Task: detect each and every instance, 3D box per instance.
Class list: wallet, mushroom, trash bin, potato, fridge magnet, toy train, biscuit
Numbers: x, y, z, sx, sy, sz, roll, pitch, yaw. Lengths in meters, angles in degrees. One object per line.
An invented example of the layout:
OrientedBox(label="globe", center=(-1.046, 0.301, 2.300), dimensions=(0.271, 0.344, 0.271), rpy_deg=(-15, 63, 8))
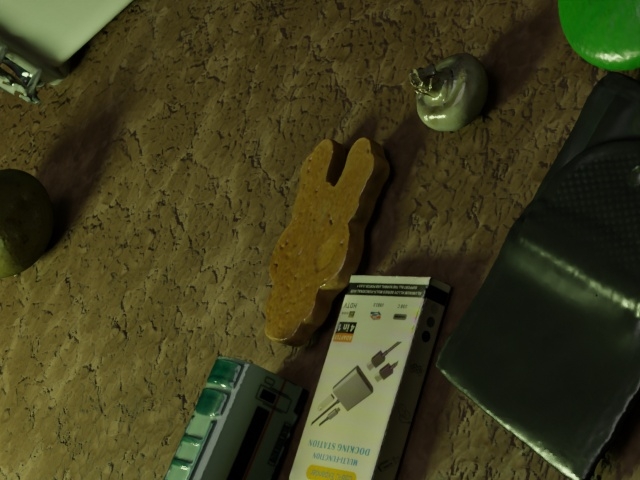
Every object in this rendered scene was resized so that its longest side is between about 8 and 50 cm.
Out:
OrientedBox(label="wallet", center=(0.238, 0.023, 1.366), dimensions=(0.323, 0.041, 0.247), rpy_deg=(-62, 33, 7))
OrientedBox(label="mushroom", center=(0.124, -0.155, 1.592), dimensions=(0.085, 0.079, 0.085), rpy_deg=(-34, 40, 36))
OrientedBox(label="trash bin", center=(-0.373, -0.412, 2.292), dimensions=(0.367, 0.256, 0.296), rpy_deg=(-30, 45, 28))
OrientedBox(label="potato", center=(-0.460, -0.020, 2.214), dimensions=(0.194, 0.157, 0.157), rpy_deg=(-6, 63, 50))
OrientedBox(label="fridge magnet", center=(0.300, -0.245, 1.412), dimensions=(0.208, 0.088, 0.208), rpy_deg=(-32, 45, 39))
OrientedBox(label="toy train", center=(-0.141, 0.318, 1.604), dimensions=(0.086, 0.088, 0.407), rpy_deg=(5, 69, 53))
OrientedBox(label="biscuit", center=(0.001, 0.001, 1.693), dimensions=(0.144, 0.040, 0.236), rpy_deg=(-2, 68, 60))

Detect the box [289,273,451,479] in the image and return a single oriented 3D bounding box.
OrientedBox(label="box", center=(0.044, 0.151, 1.539), dimensions=(0.129, 0.033, 0.247), rpy_deg=(-1, 67, 52))
